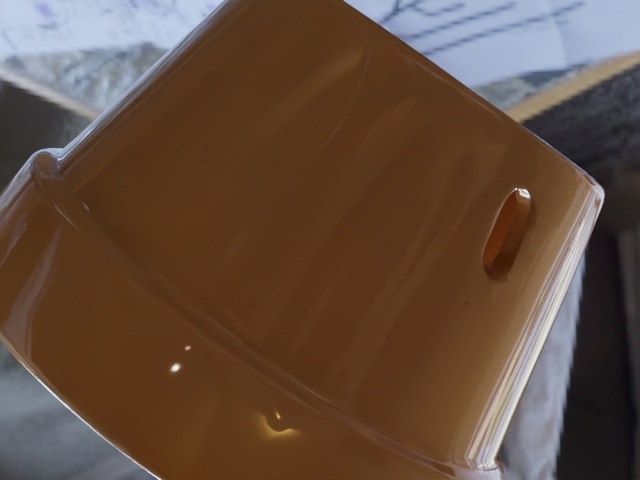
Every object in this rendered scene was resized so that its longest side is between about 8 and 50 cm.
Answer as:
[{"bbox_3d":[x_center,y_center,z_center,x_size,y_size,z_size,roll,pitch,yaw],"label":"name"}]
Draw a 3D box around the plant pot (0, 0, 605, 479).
[{"bbox_3d":[0.000,0.000,0.681,0.291,0.291,0.203,28,100,-41],"label":"plant pot"}]
